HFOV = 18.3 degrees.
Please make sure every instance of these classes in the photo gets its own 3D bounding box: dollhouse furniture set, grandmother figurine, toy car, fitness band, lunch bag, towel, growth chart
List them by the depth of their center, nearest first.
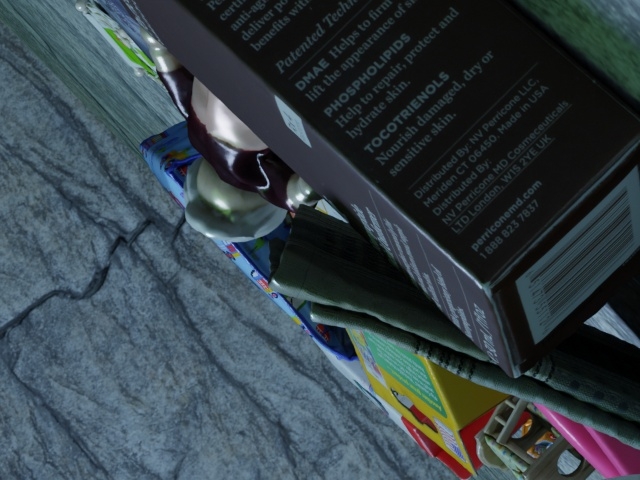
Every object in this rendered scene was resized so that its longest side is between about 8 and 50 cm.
[{"bbox_3d":[0.109,0.069,1.394,0.324,0.056,0.312,24,-173,-1],"label":"towel"},{"bbox_3d":[-0.060,-0.101,1.561,0.208,0.104,0.342,55,160,22],"label":"grandmother figurine"},{"bbox_3d":[0.216,0.124,1.794,0.291,0.054,0.209,52,172,-34],"label":"fitness band"},{"bbox_3d":[0.212,0.188,1.996,0.161,0.101,0.182,49,173,-28],"label":"dollhouse furniture set"},{"bbox_3d":[-0.046,0.002,2.037,0.293,0.138,0.221,59,175,-14],"label":"lunch bag"},{"bbox_3d":[0.226,0.198,2.199,0.040,0.060,0.122,-2,149,37],"label":"toy car"},{"bbox_3d":[-0.238,-0.241,2.582,0.172,0.021,0.237,48,174,-29],"label":"growth chart"}]

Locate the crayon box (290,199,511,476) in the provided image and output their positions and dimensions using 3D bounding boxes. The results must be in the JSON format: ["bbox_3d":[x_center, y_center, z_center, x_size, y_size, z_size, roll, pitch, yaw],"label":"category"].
[{"bbox_3d":[0.065,0.026,1.726,0.203,0.083,0.323,36,154,58],"label":"crayon box"}]

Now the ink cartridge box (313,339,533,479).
[{"bbox_3d":[0.115,0.135,2.142,0.231,0.134,0.078,41,171,35],"label":"ink cartridge box"}]

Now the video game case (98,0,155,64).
[{"bbox_3d":[-0.208,-0.260,2.251,0.196,0.026,0.274,49,172,-23],"label":"video game case"}]

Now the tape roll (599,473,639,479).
[{"bbox_3d":[0.266,0.378,1.547,0.392,0.392,0.072,44,173,18],"label":"tape roll"}]

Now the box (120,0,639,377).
[{"bbox_3d":[0.024,-0.108,1.210,0.381,0.143,0.191,45,174,22],"label":"box"}]
